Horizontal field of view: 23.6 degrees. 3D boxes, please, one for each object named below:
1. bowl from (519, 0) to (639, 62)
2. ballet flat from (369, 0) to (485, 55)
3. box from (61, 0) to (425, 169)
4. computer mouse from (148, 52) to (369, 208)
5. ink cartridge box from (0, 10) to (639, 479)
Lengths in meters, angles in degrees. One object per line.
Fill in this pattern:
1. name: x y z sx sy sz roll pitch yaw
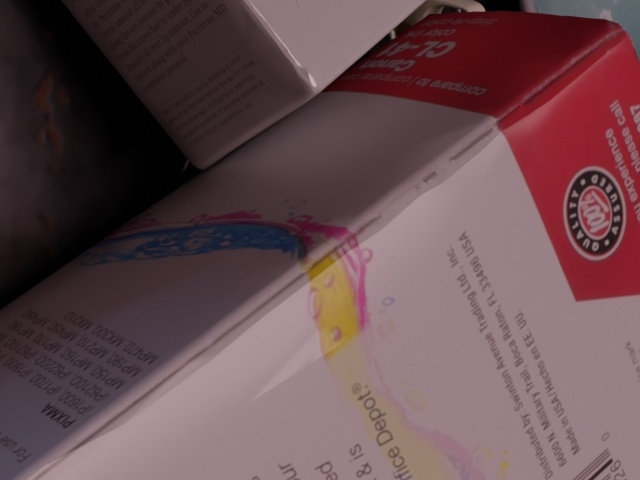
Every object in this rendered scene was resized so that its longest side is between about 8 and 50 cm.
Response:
1. bowl: 0.252 -0.045 0.790 0.311 0.311 0.163 -31 133 -40
2. ballet flat: 0.047 -0.120 0.709 0.070 0.070 0.188 -32 114 -40
3. box: -0.038 -0.138 0.564 0.170 0.091 0.130 52 55 -8
4. computer mouse: 0.000 0.000 0.670 0.184 0.060 0.262 23 76 -43
5. ink cartridge box: 0.008 0.083 0.579 0.306 0.131 0.226 -35 118 -21
